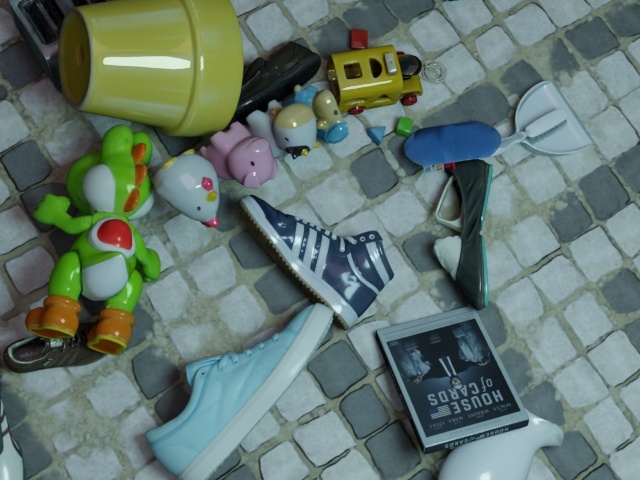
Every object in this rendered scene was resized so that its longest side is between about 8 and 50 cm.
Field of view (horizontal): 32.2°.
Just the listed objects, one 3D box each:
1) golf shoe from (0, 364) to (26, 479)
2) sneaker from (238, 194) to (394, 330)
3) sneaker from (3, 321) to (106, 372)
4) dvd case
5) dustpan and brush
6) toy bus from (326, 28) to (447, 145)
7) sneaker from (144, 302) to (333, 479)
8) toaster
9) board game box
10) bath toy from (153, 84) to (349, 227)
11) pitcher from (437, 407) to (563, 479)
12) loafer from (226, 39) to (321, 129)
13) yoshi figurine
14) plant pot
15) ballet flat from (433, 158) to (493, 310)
[{"bbox_3d":[-0.532,0.293,1.722,0.105,0.120,0.272,-15,78,-11],"label":"golf shoe"},{"bbox_3d":[0.000,0.000,1.864,0.153,0.099,0.282,-42,89,-10],"label":"sneaker"},{"bbox_3d":[-0.416,0.173,1.790,0.189,0.071,0.066,-17,77,-10],"label":"sneaker"},{"bbox_3d":[0.211,0.223,1.811,0.179,0.029,0.238,-14,49,-10],"label":"dvd case"},{"bbox_3d":[0.376,-0.193,1.976,0.211,0.060,0.147,-29,80,-13],"label":"dustpan and brush"},{"bbox_3d":[0.110,-0.292,1.954,0.191,0.104,0.202,32,74,3],"label":"toy bus"},{"bbox_3d":[-0.134,0.218,1.763,0.150,0.135,0.366,41,80,3],"label":"sneaker"},{"bbox_3d":[-0.433,-0.385,1.922,0.168,0.110,0.185,-31,80,-14],"label":"toaster"},{"bbox_3d":[0.232,-0.158,1.939,0.169,0.033,0.133,-7,33,4],"label":"board game box"},{"bbox_3d":[-0.112,-0.137,1.823,0.348,0.151,0.129,-35,90,-33],"label":"bath toy"},{"bbox_3d":[0.264,0.340,1.797,0.178,0.125,0.207,38,63,20],"label":"pitcher"},{"bbox_3d":[-0.102,-0.275,1.949,0.220,0.080,0.078,-36,71,-19],"label":"loafer"},{"bbox_3d":[-0.361,-0.006,1.802,0.203,0.203,0.362,5,72,16],"label":"yoshi figurine"},{"bbox_3d":[-0.285,-0.294,1.802,0.239,0.254,0.253,-4,74,-31],"label":"plant pot"},{"bbox_3d":[0.243,-0.011,1.904,0.096,0.095,0.280,3,64,5],"label":"ballet flat"}]
